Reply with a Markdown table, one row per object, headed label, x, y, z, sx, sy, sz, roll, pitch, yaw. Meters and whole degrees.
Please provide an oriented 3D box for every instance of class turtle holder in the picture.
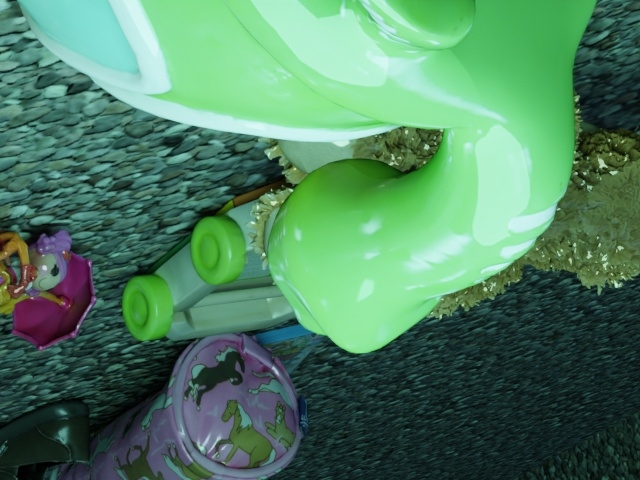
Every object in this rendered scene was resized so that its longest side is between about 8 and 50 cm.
| label | x | y | z | sx | sy | sz | roll | pitch | yaw |
| --- | --- | --- | --- | --- | --- | --- | --- | --- | --- |
| turtle holder | -0.005 | -0.140 | 0.670 | 0.227 | 0.243 | 0.320 | -7 | 138 | 43 |

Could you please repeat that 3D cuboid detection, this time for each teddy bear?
| label | x | y | z | sx | sy | sz | roll | pitch | yaw |
| --- | --- | --- | --- | --- | --- | --- | --- | --- | --- |
| teddy bear | 0.108 | -0.044 | 1.344 | 0.338 | 0.113 | 0.245 | -14 | 120 | -8 |

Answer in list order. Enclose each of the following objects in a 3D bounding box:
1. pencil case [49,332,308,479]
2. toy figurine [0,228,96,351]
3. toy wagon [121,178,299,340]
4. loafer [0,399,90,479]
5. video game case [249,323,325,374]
| label | x | y | z | sx | sy | sz | roll | pitch | yaw |
| --- | --- | --- | --- | --- | --- | --- | --- | --- | --- |
| pencil case | -0.162 | 0.228 | 1.929 | 0.167 | 0.160 | 0.386 | -11 | 163 | -34 |
| toy figurine | -0.239 | 0.037 | 1.361 | 0.159 | 0.130 | 0.173 | -24 | 146 | -40 |
| toy wagon | 0.000 | 0.000 | 1.537 | 0.267 | 0.068 | 0.344 | -6 | 159 | -39 |
| loafer | -0.335 | 0.241 | 1.925 | 0.220 | 0.078 | 0.080 | -27 | 162 | 24 |
| video game case | -0.065 | 0.129 | 1.986 | 0.119 | 0.015 | 0.166 | -12 | 163 | -23 |
